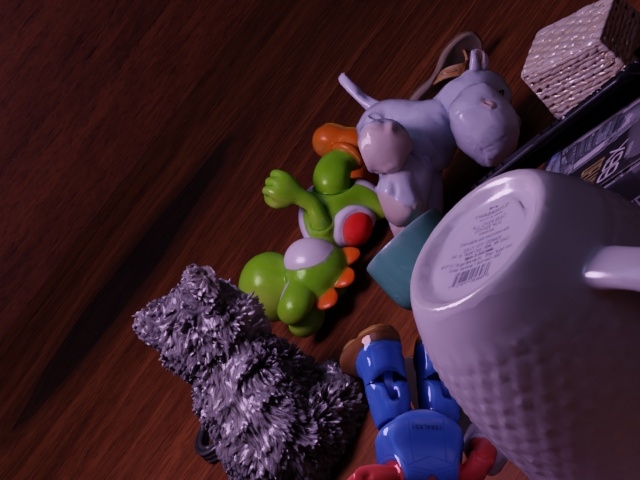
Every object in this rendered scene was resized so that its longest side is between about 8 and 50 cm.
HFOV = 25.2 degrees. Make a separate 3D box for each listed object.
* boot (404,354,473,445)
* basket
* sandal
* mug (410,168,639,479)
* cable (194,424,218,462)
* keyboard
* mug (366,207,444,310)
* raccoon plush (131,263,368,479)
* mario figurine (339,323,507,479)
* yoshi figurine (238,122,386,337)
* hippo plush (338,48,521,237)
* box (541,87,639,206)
[{"bbox_3d":[0.195,0.177,1.709,0.115,0.112,0.305,-25,9,-21],"label":"boot"},{"bbox_3d":[0.378,-0.258,2.010,0.167,0.103,0.113,-22,36,48],"label":"basket"},{"bbox_3d":[0.215,-0.267,2.392,0.180,0.072,0.049,-51,37,1],"label":"sandal"},{"bbox_3d":[0.281,0.091,1.328,0.374,0.328,0.276,-10,44,58],"label":"mug"},{"bbox_3d":[-0.147,0.241,2.312,0.139,0.072,0.287,-27,39,10],"label":"cable"},{"bbox_3d":[0.339,-0.157,1.888,0.201,0.033,0.317,-21,-13,-46],"label":"keyboard"},{"bbox_3d":[0.152,0.028,1.973,0.158,0.097,0.129,-34,-13,-35],"label":"mug"},{"bbox_3d":[-0.103,0.218,1.896,0.216,0.299,0.446,-44,23,13],"label":"raccoon plush"},{"bbox_3d":[0.093,0.257,1.508,0.198,0.170,0.320,-17,54,18],"label":"mario figurine"},{"bbox_3d":[-0.027,-0.006,2.291,0.203,0.203,0.362,-47,18,53],"label":"yoshi figurine"},{"bbox_3d":[0.187,-0.138,2.121,0.236,0.234,0.294,-21,26,5],"label":"hippo plush"},{"bbox_3d":[0.354,-0.083,1.697,0.242,0.076,0.307,-37,9,34],"label":"box"}]
